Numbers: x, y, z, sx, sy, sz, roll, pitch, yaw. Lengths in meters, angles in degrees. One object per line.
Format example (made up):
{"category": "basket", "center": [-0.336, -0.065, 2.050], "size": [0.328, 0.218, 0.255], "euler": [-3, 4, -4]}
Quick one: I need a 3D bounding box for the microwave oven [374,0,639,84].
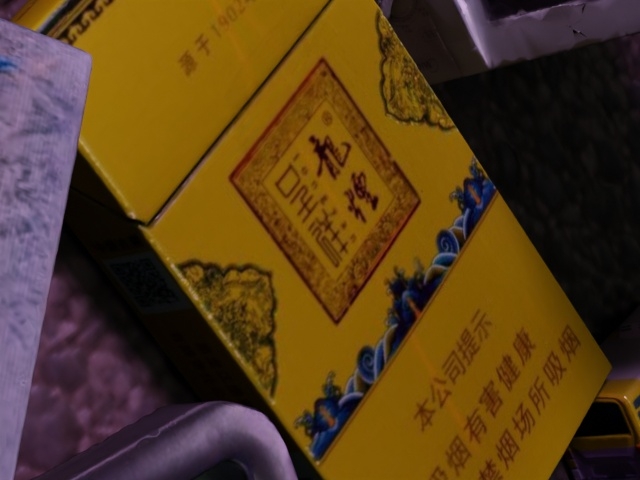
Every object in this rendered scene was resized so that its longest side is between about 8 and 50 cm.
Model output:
{"category": "microwave oven", "center": [0.124, -0.149, 0.751], "size": [0.162, 0.208, 0.122], "euler": [-29, 104, -45]}

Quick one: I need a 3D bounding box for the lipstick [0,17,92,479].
{"category": "lipstick", "center": [-0.118, 0.061, 0.501], "size": [0.076, 0.077, 0.289], "euler": [18, 52, -18]}

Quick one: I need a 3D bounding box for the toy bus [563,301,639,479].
{"category": "toy bus", "center": [0.144, 0.061, 0.849], "size": [0.102, 0.052, 0.058], "euler": [-40, 112, -41]}

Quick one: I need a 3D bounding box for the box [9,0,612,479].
{"category": "box", "center": [0.000, 0.001, 0.719], "size": [0.279, 0.041, 0.153], "euler": [55, 50, -24]}

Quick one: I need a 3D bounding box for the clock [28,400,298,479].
{"category": "clock", "center": [-0.073, 0.218, 0.590], "size": [0.273, 0.049, 0.279], "euler": [-27, 101, -46]}
